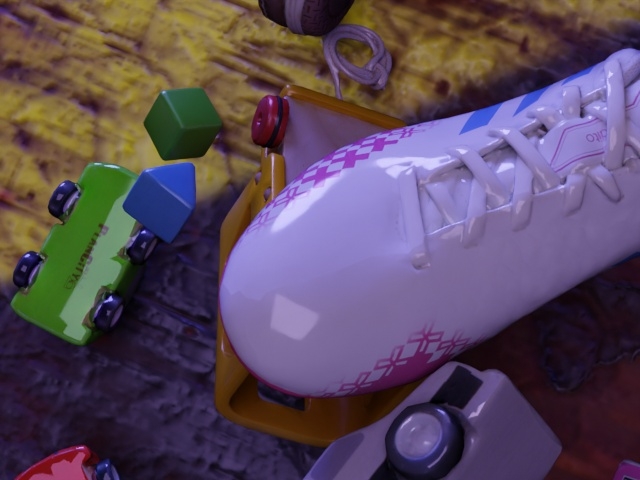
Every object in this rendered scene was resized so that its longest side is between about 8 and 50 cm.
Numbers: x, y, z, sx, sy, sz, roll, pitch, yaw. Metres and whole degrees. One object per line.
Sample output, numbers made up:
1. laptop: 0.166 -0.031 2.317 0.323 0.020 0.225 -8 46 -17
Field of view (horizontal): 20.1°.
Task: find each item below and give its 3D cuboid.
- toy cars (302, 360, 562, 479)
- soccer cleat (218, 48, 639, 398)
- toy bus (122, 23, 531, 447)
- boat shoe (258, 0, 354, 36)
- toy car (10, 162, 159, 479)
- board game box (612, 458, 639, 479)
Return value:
1. toy cars: 0.002 0.232 0.858 0.087 0.176 0.394 28 116 40
2. soccer cleat: 0.102 -0.031 0.844 0.331 0.143 0.116 -23 78 -33
3. toy bus: -0.005 0.008 0.937 0.191 0.202 0.104 50 134 13
4. boat shoe: -0.006 -0.232 0.987 0.095 0.095 0.258 11 69 12
5. toy car: -0.150 0.066 0.974 0.239 0.053 0.225 28 85 10
6. board game box: 0.235 0.247 0.793 0.303 0.097 0.224 15 78 43
